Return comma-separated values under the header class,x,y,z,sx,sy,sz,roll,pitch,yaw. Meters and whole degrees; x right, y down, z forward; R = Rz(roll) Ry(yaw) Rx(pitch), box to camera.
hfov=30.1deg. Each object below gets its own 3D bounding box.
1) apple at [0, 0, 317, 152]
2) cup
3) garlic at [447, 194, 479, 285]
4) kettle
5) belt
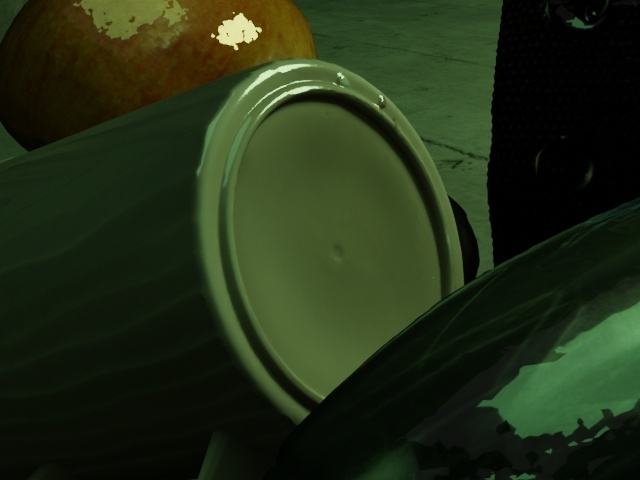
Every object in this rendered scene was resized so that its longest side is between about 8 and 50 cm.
class,x,y,z,sx,sy,sz,roll,pitch,yaw
apple,-0.154,-0.157,1.175,0.275,0.299,0.299,-56,32,-6
cup,-0.097,0.048,0.650,0.273,0.208,0.288,-15,25,41
garlic,0.000,0.000,0.880,0.245,0.160,0.245,-6,28,3
kettle,0.120,0.105,0.505,0.324,0.228,0.321,-19,-5,-10
belt,0.217,-0.086,0.833,0.164,0.289,0.184,3,0,33
